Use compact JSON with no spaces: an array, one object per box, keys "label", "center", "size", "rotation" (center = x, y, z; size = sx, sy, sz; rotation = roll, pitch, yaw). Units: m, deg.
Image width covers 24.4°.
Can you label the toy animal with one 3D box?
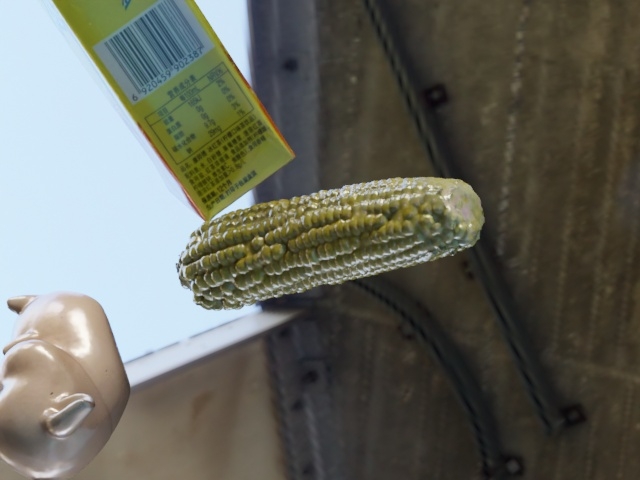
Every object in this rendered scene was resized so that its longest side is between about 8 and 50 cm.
[{"label":"toy animal","center":[-0.286,0.162,1.619],"size":[0.154,0.250,0.166],"rotation":[0,-54,1]}]

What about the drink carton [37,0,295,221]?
[{"label":"drink carton","center":[-0.176,-0.196,1.355],"size":[0.351,0.111,0.154],"rotation":[56,-9,-24]}]

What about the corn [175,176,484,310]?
[{"label":"corn","center":[0.000,0.000,1.231],"size":[0.288,0.086,0.087],"rotation":[-12,-86,32]}]
